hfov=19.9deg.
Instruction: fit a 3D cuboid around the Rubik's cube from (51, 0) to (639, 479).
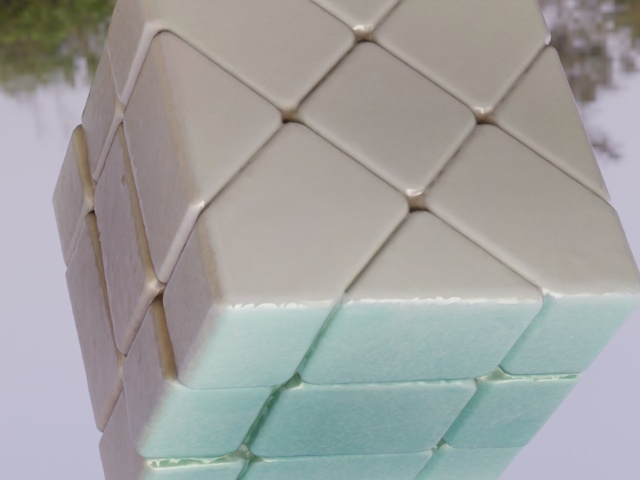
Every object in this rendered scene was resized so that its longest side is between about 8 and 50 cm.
[{"bbox_3d":[0.000,0.000,1.357,0.322,0.316,0.318,-2,-123,-21],"label":"Rubik's cube"}]
